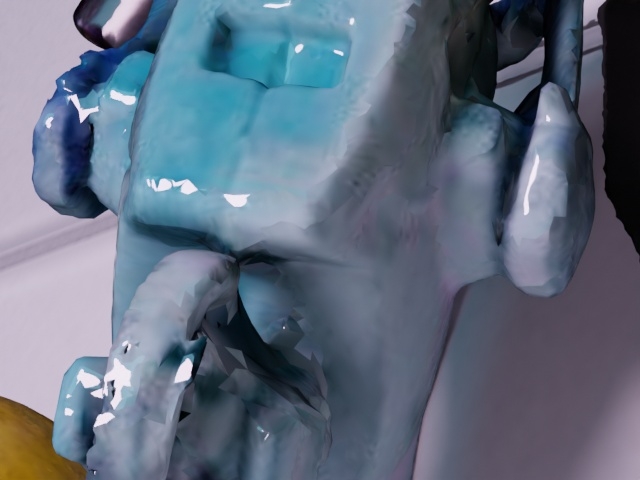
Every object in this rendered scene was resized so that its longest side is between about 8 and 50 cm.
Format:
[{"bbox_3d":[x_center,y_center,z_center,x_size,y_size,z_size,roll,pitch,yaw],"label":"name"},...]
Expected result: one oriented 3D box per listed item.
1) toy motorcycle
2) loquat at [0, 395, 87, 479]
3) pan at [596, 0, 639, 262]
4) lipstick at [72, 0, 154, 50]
[{"bbox_3d":[0.000,0.000,0.523,0.154,0.206,0.260,10,60,13],"label":"toy motorcycle"},{"bbox_3d":[-0.127,0.133,0.607,0.204,0.149,0.172,-3,56,38],"label":"loquat"},{"bbox_3d":[0.137,0.011,0.433,0.202,0.048,0.128,68,156,16],"label":"pan"},{"bbox_3d":[0.036,-0.246,0.814,0.418,0.077,0.077,-54,29,1],"label":"lipstick"}]
